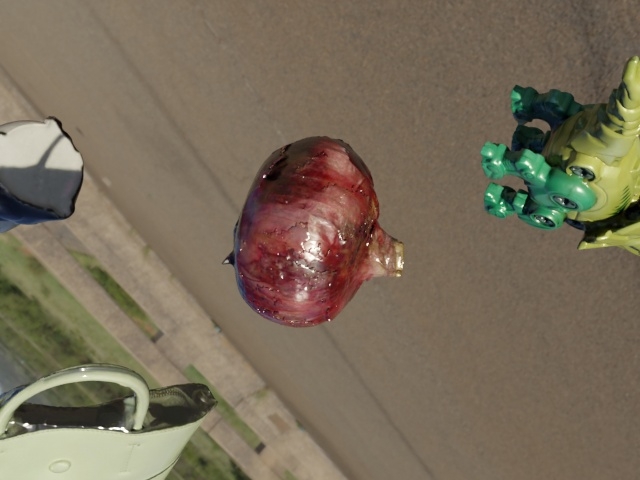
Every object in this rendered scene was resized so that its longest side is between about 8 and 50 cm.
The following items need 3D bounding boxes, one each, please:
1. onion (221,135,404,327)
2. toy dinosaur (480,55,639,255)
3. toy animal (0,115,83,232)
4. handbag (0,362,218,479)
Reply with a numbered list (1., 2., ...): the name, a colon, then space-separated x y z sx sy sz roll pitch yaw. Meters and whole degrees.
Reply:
1. onion: 0.000 0.000 0.920 0.219 0.252 0.252 15 156 1
2. toy dinosaur: 0.185 -0.058 0.512 0.153 0.094 0.259 20 167 30
3. toy animal: -0.515 -0.097 1.175 0.235 0.187 0.165 -7 105 35
4. handbag: -0.225 0.172 0.608 0.315 0.241 0.109 -61 38 37
